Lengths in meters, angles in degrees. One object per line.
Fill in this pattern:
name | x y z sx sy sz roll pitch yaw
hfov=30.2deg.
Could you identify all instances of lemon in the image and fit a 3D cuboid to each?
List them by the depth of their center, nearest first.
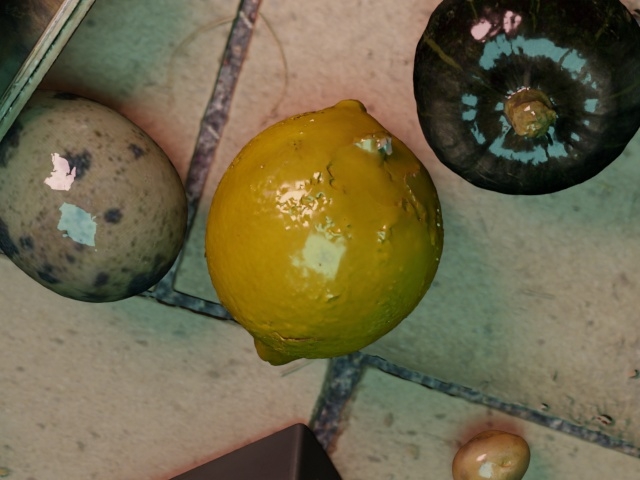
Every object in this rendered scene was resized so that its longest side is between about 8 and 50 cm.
lemon | 0.000 0.000 0.870 0.173 0.173 0.206 27 109 -6

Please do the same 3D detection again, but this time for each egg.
egg | -0.184 -0.035 0.894 0.141 0.141 0.182 -42 95 20

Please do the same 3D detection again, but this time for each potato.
potato | 0.141 0.196 1.001 0.068 0.062 0.083 -5 116 -25

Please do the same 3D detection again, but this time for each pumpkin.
pumpkin | 0.147 -0.112 0.832 0.167 0.125 0.167 1 96 13

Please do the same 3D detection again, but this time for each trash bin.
trash bin | -0.100 0.265 0.995 0.236 0.177 0.101 -27 107 13

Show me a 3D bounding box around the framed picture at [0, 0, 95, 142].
framed picture | -0.272 -0.219 0.829 0.274 0.017 0.217 43 112 12
